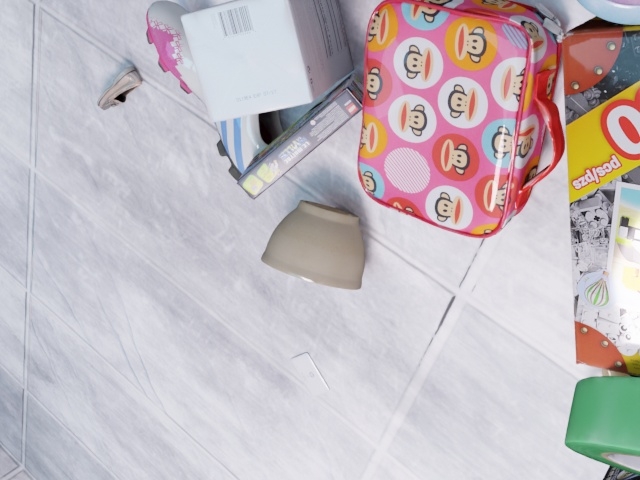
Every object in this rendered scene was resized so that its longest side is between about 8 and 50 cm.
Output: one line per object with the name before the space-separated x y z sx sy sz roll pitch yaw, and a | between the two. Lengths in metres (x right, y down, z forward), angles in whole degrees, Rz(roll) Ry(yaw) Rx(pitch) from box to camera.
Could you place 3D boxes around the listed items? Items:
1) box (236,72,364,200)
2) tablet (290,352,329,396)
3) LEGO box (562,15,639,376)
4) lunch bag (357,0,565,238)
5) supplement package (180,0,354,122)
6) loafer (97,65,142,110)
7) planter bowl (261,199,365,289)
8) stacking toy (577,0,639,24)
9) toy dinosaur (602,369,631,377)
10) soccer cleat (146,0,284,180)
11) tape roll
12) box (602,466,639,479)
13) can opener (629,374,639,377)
box | -0.024 -0.148 1.085 0.207 0.114 0.036 -38 104 19
tablet | -0.020 0.250 1.426 0.054 0.006 0.083 -29 93 45
LEGO box | 0.503 -0.038 0.701 0.501 0.193 0.372 7 116 38
lunch bag | 0.181 -0.155 0.960 0.258 0.120 0.293 23 125 29
supplement package | -0.057 -0.254 0.999 0.139 0.244 0.133 -9 109 18
loafer | -0.372 -0.272 1.417 0.039 0.045 0.125 52 132 -4
planter bowl | 0.000 0.000 1.187 0.162 0.162 0.109 20 96 31
stacking toy | 0.359 -0.322 0.651 0.280 0.130 0.308 14 84 20
toy dinosaur | 0.394 0.195 1.031 0.093 0.053 0.183 -31 99 30
soccer cleat | -0.137 -0.250 1.197 0.143 0.116 0.331 -28 98 33
tape roll | 0.439 0.231 0.840 0.321 0.321 0.077 4 71 39
box | 0.424 0.401 1.010 0.078 0.180 0.147 -34 88 45
can opener | 0.448 0.163 0.955 0.186 0.059 0.073 38 138 5
